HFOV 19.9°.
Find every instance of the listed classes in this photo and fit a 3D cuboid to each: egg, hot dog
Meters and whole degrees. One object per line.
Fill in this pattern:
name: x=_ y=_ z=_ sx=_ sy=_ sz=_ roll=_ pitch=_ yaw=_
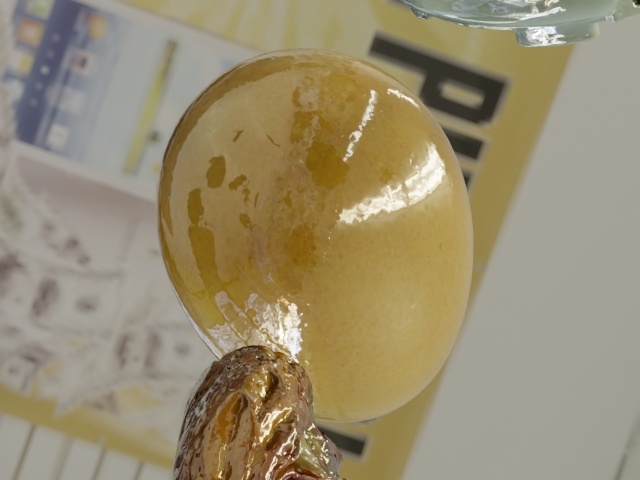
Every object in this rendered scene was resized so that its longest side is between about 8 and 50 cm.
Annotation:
egg: x=0.000 y=0.000 z=1.474 sx=0.250 sy=0.250 sz=0.322 roll=-77 pitch=152 yaw=-56
hot dog: x=-0.031 y=0.146 z=1.050 sx=0.099 sy=0.160 sz=0.227 roll=-25 pitch=-168 yaw=6

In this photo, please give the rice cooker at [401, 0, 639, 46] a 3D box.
rice cooker: x=0.117 y=-0.246 z=0.936 sx=0.280 sy=0.241 sz=0.227 roll=-110 pitch=-178 yaw=-59
